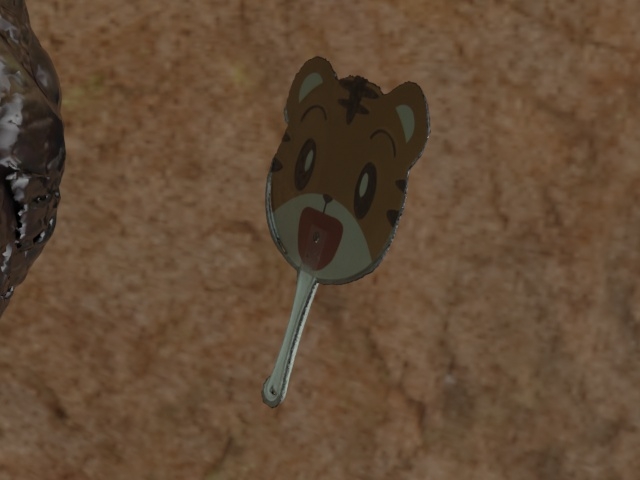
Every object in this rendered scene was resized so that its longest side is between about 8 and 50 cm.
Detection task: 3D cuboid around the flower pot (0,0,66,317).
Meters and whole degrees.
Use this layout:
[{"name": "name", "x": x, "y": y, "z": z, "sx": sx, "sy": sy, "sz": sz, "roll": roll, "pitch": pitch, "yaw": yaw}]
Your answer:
[{"name": "flower pot", "x": -0.275, "y": -0.036, "z": 0.650, "sx": 0.267, "sy": 0.267, "sz": 0.266, "roll": -23, "pitch": 114, "yaw": -71}]

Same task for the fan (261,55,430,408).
[{"name": "fan", "x": 0.000, "y": 0.000, "z": 1.010, "sx": 0.008, "sy": 0.152, "sz": 0.226, "roll": 8, "pitch": 102, "yaw": -37}]
